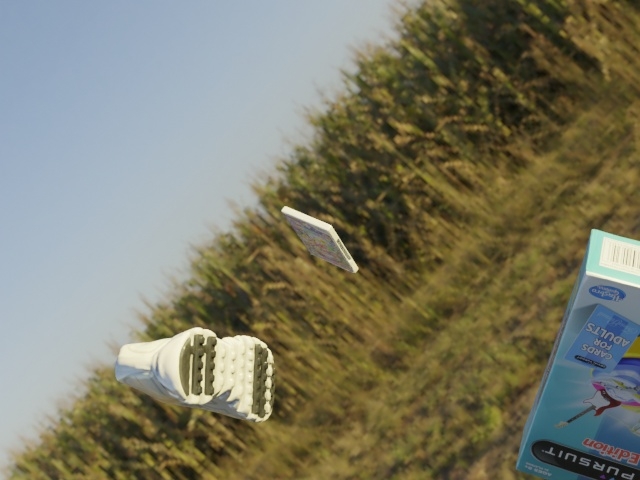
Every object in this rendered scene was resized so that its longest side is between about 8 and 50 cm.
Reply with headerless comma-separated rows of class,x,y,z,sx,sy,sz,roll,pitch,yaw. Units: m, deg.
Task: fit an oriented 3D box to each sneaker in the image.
sneaker,-0.148,0.172,1.256,0.292,0.118,0.110,36,-127,-60

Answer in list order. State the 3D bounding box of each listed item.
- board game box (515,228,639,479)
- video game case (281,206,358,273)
board game box,0.381,0.168,1.093,0.079,0.254,0.336,-62,-16,-47
video game case,0.000,0.000,1.412,0.011,0.087,0.122,-55,-35,-16
